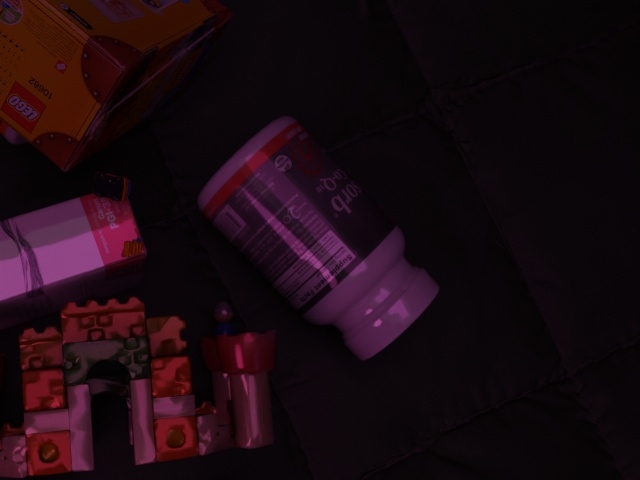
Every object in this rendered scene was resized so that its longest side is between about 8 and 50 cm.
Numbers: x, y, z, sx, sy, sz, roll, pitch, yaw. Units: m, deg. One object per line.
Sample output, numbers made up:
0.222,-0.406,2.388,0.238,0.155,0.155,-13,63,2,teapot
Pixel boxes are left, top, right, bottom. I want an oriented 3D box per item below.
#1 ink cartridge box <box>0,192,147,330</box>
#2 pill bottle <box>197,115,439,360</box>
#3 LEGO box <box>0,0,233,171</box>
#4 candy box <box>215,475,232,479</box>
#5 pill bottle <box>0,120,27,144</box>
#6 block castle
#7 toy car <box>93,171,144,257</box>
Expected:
-0.406,0.037,1.383,0.283,0.207,0.117,-18,80,-17,ink cartridge box
0.000,0.000,1.486,0.363,0.210,0.210,46,72,-1,pill bottle
-0.430,-0.382,1.383,0.500,0.193,0.372,40,30,-2,LEGO box
-0.196,0.423,1.368,0.196,0.165,0.070,-30,87,-18,candy box
-0.502,-0.267,1.475,0.121,0.121,0.221,-40,89,-18,pill bottle
-0.298,0.193,1.328,0.453,0.303,0.213,-4,85,-14,block castle
-0.277,-0.036,1.313,0.040,0.060,0.122,-8,91,-58,toy car
